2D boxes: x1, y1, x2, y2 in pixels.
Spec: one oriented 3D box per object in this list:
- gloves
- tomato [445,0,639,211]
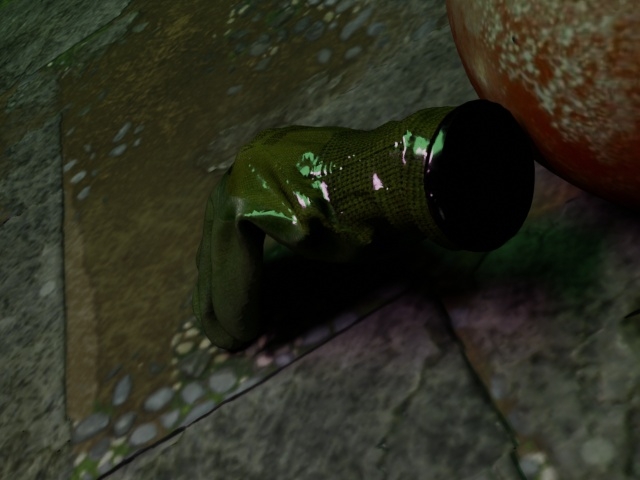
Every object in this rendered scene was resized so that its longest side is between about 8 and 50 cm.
[{"bbox_3d":[-0.001,-0.014,0.532,0.268,0.135,0.107,-26,76,49],"label":"gloves"},{"bbox_3d":[0.184,-0.152,0.460,0.270,0.223,0.270,-25,34,18],"label":"tomato"}]
